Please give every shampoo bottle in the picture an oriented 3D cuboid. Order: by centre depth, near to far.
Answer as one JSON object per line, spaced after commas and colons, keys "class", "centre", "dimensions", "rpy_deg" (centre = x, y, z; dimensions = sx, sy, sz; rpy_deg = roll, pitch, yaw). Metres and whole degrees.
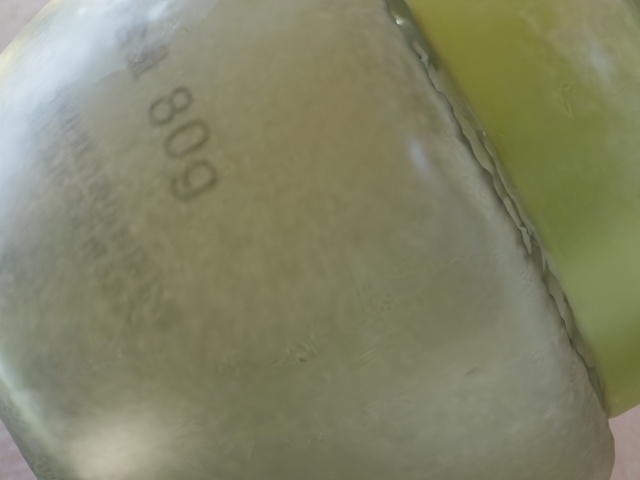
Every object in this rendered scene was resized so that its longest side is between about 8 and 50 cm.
{"class": "shampoo bottle", "centre": [0.000, 0.000, 0.601], "dimensions": [0.317, 0.322, 0.322], "rpy_deg": [-28, 47, -1]}
